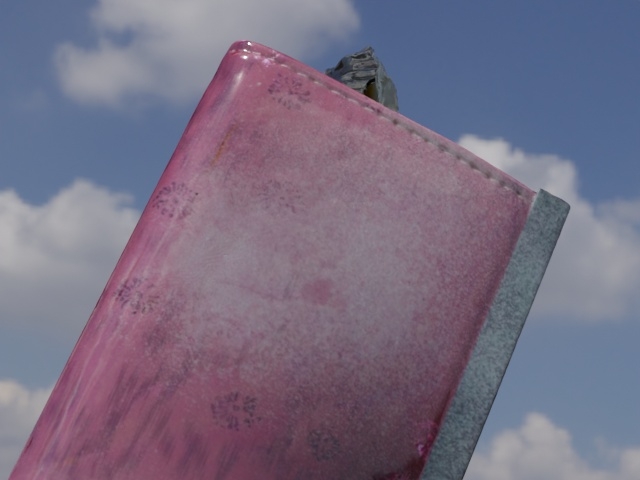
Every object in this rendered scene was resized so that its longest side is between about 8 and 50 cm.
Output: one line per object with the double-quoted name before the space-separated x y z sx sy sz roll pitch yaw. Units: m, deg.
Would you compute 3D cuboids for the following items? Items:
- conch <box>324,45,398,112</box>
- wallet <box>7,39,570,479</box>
"conch" 0.000 0.000 0.810 0.163 0.245 0.178 17 -16 -15
"wallet" -0.020 0.063 0.416 0.119 0.232 0.025 27 -19 -8
